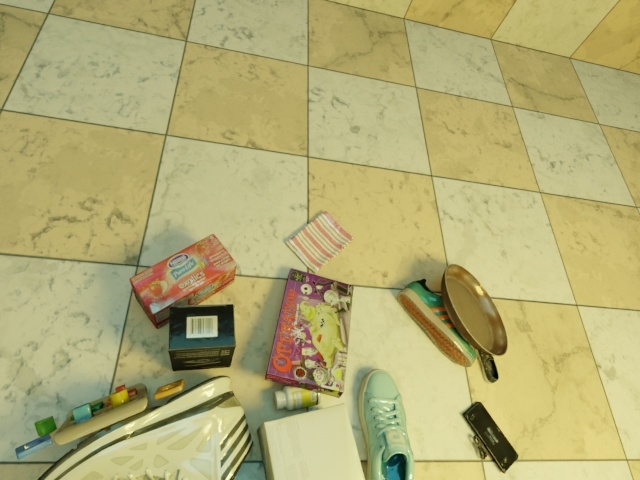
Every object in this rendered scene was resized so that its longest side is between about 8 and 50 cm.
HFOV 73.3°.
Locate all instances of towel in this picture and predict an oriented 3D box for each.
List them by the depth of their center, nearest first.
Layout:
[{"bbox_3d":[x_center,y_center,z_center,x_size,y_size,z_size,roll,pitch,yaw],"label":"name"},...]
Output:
[{"bbox_3d":[0.000,0.000,1.406,0.144,0.029,0.197,44,59,11],"label":"towel"}]

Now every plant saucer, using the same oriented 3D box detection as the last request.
[{"bbox_3d":[0.470,0.218,1.340,0.310,0.050,0.311,31,39,-30],"label":"plant saucer"}]

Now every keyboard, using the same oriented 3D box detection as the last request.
[{"bbox_3d":[0.476,0.566,1.227,0.108,0.023,0.180,-22,68,-33],"label":"keyboard"}]

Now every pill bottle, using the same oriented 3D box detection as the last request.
[{"bbox_3d":[-0.063,0.411,1.133,0.116,0.065,0.065,-4,63,-19],"label":"pill bottle"}]

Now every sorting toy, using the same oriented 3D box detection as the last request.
[{"bbox_3d":[-0.485,0.369,0.965,0.347,0.196,0.047,-17,91,-24],"label":"sorting toy"}]

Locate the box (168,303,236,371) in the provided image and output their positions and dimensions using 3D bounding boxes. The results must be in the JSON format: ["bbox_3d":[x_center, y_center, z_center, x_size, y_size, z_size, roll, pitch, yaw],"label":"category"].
[{"bbox_3d":[-0.296,0.247,1.076,0.153,0.207,0.108,1,61,-17],"label":"box"}]

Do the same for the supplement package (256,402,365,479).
[{"bbox_3d":[-0.029,0.521,1.030,0.203,0.149,0.194,-6,63,-19],"label":"supplement package"}]

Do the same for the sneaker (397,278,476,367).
[{"bbox_3d":[0.381,0.244,1.331,0.121,0.108,0.302,-33,73,-24],"label":"sneaker"}]

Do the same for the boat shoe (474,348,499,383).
[{"bbox_3d":[0.521,0.371,1.338,0.049,0.040,0.142,0,61,-16],"label":"boat shoe"}]

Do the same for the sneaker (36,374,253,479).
[{"bbox_3d":[-0.350,0.507,0.934,0.447,0.169,0.258,-22,67,-28],"label":"sneaker"}]

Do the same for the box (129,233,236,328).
[{"bbox_3d":[-0.369,0.109,1.180,0.256,0.128,0.123,-33,74,-28],"label":"box"}]

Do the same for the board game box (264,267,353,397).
[{"bbox_3d":[-0.020,0.247,1.212,0.208,0.056,0.347,13,47,-4],"label":"board game box"}]

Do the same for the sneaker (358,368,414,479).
[{"bbox_3d":[0.184,0.506,1.100,0.135,0.150,0.366,4,60,-15],"label":"sneaker"}]
